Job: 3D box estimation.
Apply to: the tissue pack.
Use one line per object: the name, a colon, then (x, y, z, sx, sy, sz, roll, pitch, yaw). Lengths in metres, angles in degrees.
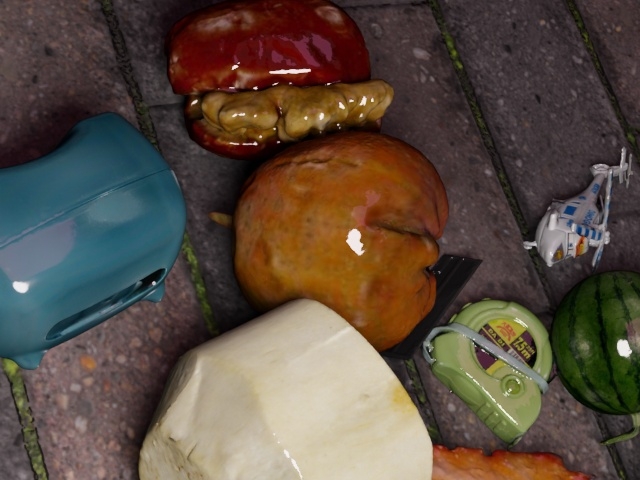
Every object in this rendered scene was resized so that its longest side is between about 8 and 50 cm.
tissue pack: (-0.291, 0.003, 1.635, 0.287, 0.198, 0.206, -30, 78, -36)

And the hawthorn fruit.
hawthorn fruit: (0.000, 0.000, 1.747, 0.298, 0.277, 0.277, 12, 56, 12)

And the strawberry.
strawberry: (0.201, 0.379, 1.709, 0.280, 0.150, 0.253, 8, 41, -19)

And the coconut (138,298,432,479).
coconut: (-0.028, 0.221, 1.585, 0.323, 0.323, 0.323, 11, 61, -20)

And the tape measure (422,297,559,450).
tape measure: (0.222, 0.152, 1.863, 0.177, 0.087, 0.154, 43, 67, 5)

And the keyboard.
keyboard: (0.138, 0.084, 1.884, 0.198, 0.064, 0.010, -50, 133, -35)

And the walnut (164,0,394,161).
walnut: (-0.055, -0.187, 1.833, 0.269, 0.221, 0.244, -9, 38, -12)

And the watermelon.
watermelon: (0.393, 0.145, 1.887, 0.188, 0.188, 0.214, -3, 72, -26)

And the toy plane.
toy plane: (0.361, -0.054, 2.015, 0.107, 0.182, 0.273, 12, 53, 18)
